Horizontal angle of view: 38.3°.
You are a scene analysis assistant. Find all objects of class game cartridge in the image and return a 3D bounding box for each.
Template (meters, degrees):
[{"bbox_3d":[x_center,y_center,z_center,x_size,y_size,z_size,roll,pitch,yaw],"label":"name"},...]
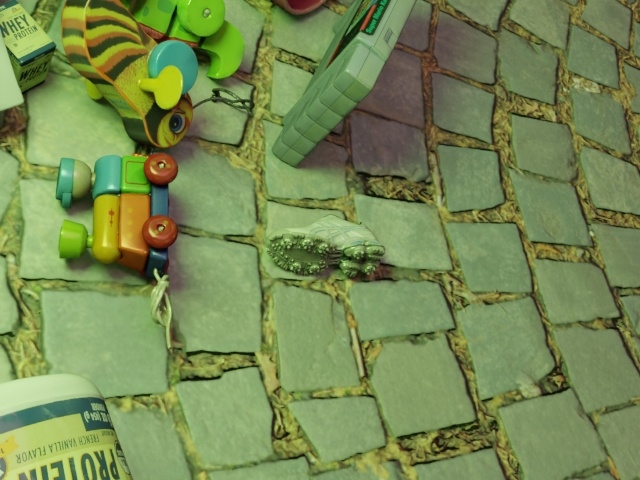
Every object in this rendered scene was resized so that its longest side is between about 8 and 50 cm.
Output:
[{"bbox_3d":[0.055,-0.292,1.343,0.068,0.230,0.355,32,53,-9],"label":"game cartridge"}]

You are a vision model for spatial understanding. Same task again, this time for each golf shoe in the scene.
[{"bbox_3d":[0.000,0.000,1.271,0.176,0.069,0.086,9,40,-28],"label":"golf shoe"}]

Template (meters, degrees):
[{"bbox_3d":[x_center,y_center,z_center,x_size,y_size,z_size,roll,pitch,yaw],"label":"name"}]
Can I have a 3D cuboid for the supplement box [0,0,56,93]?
[{"bbox_3d":[-0.390,-0.242,1.166,0.083,0.083,0.056,47,53,2],"label":"supplement box"}]

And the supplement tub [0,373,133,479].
[{"bbox_3d":[-0.265,0.306,0.845,0.228,0.228,0.316,-14,72,-33],"label":"supplement tub"}]

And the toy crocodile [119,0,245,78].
[{"bbox_3d":[-0.240,-0.318,1.228,0.340,0.115,0.105,18,94,-46],"label":"toy crocodile"}]

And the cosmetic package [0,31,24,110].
[{"bbox_3d":[-0.543,-0.229,0.980,0.377,0.097,0.284,-28,119,-37],"label":"cosmetic package"}]

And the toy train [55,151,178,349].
[{"bbox_3d":[-0.248,0.009,1.103,0.143,0.105,0.248,4,62,-15],"label":"toy train"}]

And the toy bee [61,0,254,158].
[{"bbox_3d":[-0.217,-0.181,1.183,0.298,0.195,0.162,28,78,-26],"label":"toy bee"}]

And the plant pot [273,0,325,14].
[{"bbox_3d":[-0.055,-0.482,1.423,0.180,0.201,0.201,39,51,15],"label":"plant pot"}]
